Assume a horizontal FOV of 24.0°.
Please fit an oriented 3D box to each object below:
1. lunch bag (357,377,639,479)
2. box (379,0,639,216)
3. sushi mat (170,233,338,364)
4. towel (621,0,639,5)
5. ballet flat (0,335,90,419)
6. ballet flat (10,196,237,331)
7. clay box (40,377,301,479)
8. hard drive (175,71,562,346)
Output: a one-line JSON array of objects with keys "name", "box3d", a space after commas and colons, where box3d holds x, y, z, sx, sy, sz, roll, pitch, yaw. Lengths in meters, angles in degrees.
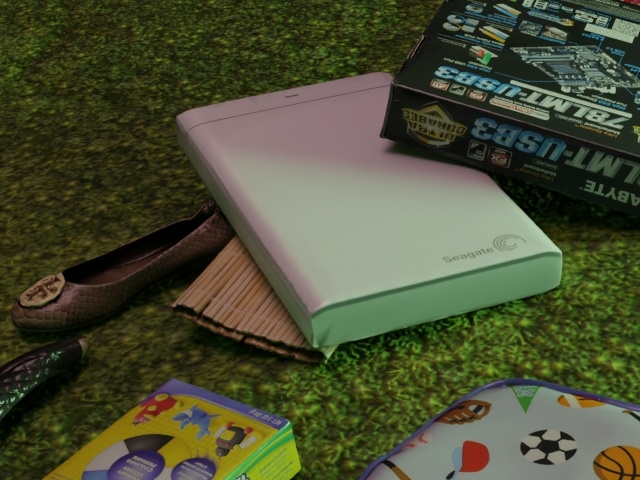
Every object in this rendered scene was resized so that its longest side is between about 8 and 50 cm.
[{"name": "lunch bag", "box3d": [0.127, 0.213, 0.916, 0.243, 0.115, 0.303, 15, 38, 34]}, {"name": "box", "box3d": [0.240, -0.151, 1.460, 0.296, 0.073, 0.293, 17, 39, 11]}, {"name": "sushi mat", "box3d": [0.000, 0.000, 1.388, 0.151, 0.019, 0.316, 17, 38, 17]}, {"name": "towel", "box3d": [0.334, -0.243, 1.715, 0.199, 0.031, 0.275, -30, 33, -27]}, {"name": "ballet flat", "box3d": [-0.256, 0.129, 1.267, 0.057, 0.049, 0.173, -21, 10, 44]}, {"name": "ballet flat", "box3d": [-0.171, 0.018, 1.399, 0.250, 0.058, 0.084, -21, 33, -19]}, {"name": "clay box", "box3d": [-0.134, 0.192, 1.093, 0.127, 0.053, 0.222, 15, 37, 37]}, {"name": "hard drive", "box3d": [0.032, -0.043, 1.383, 0.233, 0.047, 0.353, -13, 37, -18]}]
